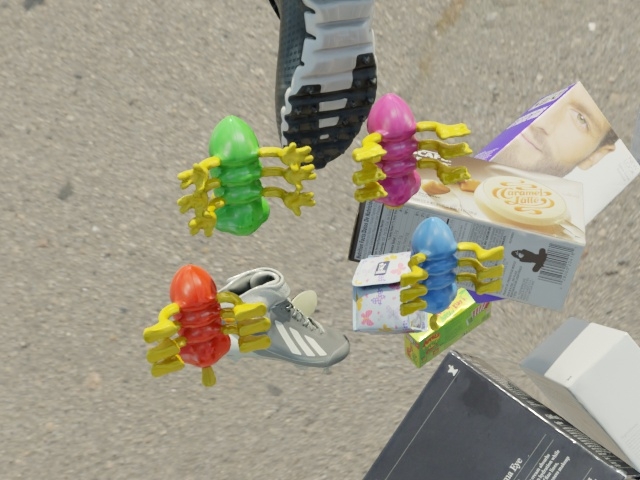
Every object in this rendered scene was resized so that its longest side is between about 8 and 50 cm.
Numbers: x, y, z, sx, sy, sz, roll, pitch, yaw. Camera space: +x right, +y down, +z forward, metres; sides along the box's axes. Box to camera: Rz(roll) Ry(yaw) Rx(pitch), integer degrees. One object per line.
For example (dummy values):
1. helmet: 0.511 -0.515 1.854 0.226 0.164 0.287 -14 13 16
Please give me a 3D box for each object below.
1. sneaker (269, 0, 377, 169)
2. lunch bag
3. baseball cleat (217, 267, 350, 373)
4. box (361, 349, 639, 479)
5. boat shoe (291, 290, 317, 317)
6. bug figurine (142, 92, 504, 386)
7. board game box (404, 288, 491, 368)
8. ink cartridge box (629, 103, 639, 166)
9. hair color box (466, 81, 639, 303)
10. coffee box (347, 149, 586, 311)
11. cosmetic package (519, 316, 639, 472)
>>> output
1. sneaker: -0.002 -0.169 0.751 0.078 0.234 0.106 -9 42 -19
2. lunch bag: 0.071 0.054 0.988 0.071 0.053 0.083 -5 76 32
3. baseball cleat: -0.037 0.089 1.061 0.072 0.206 0.109 40 115 45
4. box: 0.252 0.398 1.452 0.312 0.179 0.343 36 95 27
5. boat shoe: -0.053 0.128 1.648 0.042 0.133 0.049 -7 116 43
6. bug figurine: 0.000 0.000 0.695 0.279 0.216 0.072 -11 36 -17
7. board game box: 0.238 0.152 1.769 0.181 0.092 0.043 -33 54 -19
8. ink cartridge box: 0.630 -0.221 1.768 0.097 0.207 0.046 -38 57 -21
9. hair color box: 0.327 -0.077 1.494 0.339 0.110 0.185 -41 98 -23
10. coffee box: 0.169 -0.023 1.095 0.247 0.141 0.098 14 124 6
11. cosmetic package: 0.482 0.261 1.585 0.138 0.224 0.224 -43 97 -4
